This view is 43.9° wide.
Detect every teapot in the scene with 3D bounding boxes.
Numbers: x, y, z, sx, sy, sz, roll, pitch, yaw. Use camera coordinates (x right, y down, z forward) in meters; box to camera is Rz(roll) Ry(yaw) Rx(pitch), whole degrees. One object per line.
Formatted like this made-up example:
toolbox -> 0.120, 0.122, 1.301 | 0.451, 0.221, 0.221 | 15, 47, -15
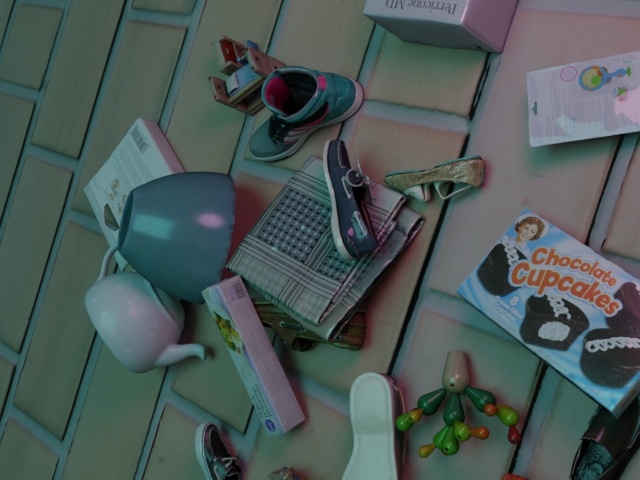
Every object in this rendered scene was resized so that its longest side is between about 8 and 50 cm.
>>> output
teapot -> -0.397, 0.158, 1.798 | 0.187, 0.256, 0.252 | -34, 30, -3

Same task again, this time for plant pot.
plant pot -> -0.321, -0.022, 1.699 | 0.290, 0.196, 0.290 | -168, 90, -68

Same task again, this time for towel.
towel -> 0.000, 0.000, 1.554 | 0.324, 0.056, 0.312 | 31, 77, 36

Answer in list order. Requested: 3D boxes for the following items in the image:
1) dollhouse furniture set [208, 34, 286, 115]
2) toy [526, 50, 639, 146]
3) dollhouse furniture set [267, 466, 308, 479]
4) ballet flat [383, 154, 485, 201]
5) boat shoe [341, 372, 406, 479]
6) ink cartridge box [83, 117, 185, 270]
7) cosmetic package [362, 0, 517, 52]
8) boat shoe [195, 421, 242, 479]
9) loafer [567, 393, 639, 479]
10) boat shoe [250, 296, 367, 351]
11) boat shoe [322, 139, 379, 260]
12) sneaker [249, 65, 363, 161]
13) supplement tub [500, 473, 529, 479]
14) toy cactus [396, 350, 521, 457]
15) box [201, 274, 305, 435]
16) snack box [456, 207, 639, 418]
dollhouse furniture set -> -0.173, -0.402, 1.775 | 0.129, 0.129, 0.183 | -31, 64, 29
toy -> 0.466, -0.229, 1.308 | 0.237, 0.056, 0.136 | -7, 74, 31
dollhouse furniture set -> -0.130, 0.605, 1.455 | 0.198, 0.286, 0.303 | 30, 111, 37
ballet flat -> 0.208, -0.107, 1.472 | 0.206, 0.073, 0.067 | -10, 84, 38
boat shoe -> 0.103, 0.393, 1.444 | 0.109, 0.091, 0.304 | 0, 82, 25
ink cartridge box -> -0.446, -0.112, 1.967 | 0.261, 0.066, 0.296 | -46, 57, 21
cosmetic package -> 0.270, -0.595, 1.459 | 0.230, 0.162, 0.452 | 19, 94, 38
boat shoe -> -0.199, 0.483, 1.668 | 0.070, 0.078, 0.219 | -27, 74, 31
loafer -> 0.444, 0.300, 1.210 | 0.080, 0.078, 0.219 | 24, 96, 37
boat shoe -> -0.049, 0.169, 1.587 | 0.307, 0.111, 0.104 | -4, 78, 37
boat shoe -> 0.058, -0.087, 1.488 | 0.079, 0.095, 0.254 | -19, 56, 20
sneaker -> -0.075, -0.263, 1.644 | 0.296, 0.178, 0.123 | -29, 66, 30
supplement tub -> 0.293, 0.478, 1.266 | 0.117, 0.117, 0.190 | 30, 100, 37
toy cactus -> 0.241, 0.283, 1.371 | 0.219, 0.112, 0.180 | -16, 53, 37
box -> -0.134, 0.229, 1.584 | 0.063, 0.067, 0.323 | -23, 93, 47
snack box -> 0.393, 0.105, 1.259 | 0.187, 0.060, 0.322 | -50, 51, 0
